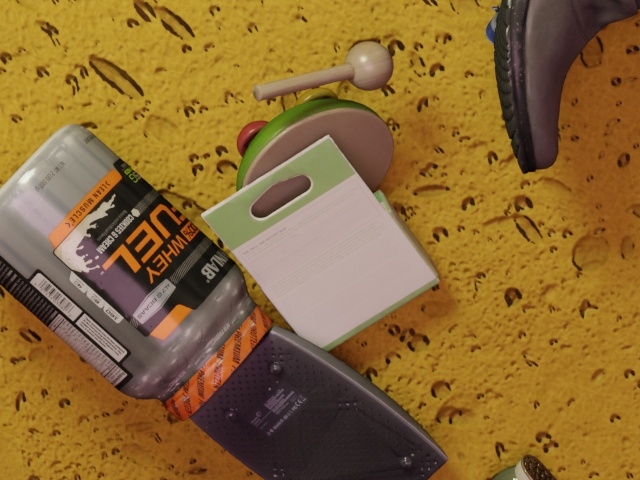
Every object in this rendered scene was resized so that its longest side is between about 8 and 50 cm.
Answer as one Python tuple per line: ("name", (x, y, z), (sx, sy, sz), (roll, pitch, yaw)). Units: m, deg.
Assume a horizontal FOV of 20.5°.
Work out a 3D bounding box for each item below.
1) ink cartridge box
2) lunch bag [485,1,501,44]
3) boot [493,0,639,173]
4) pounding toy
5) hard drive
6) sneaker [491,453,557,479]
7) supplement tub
("ink cartridge box", (0.000, 0.000, 1.948), (0.171, 0.056, 0.235), (-32, 118, 11))
("lunch bag", (0.225, -0.223, 1.914), (0.098, 0.067, 0.065), (43, 128, -3))
("boot", (0.291, -0.237, 1.811), (0.222, 0.118, 0.338), (-3, 104, -1))
("pounding toy", (-0.021, -0.126, 1.933), (0.183, 0.110, 0.237), (-15, 140, -21))
("hard drive", (0.000, 0.213, 2.002), (0.254, 0.054, 0.172), (37, 115, -13))
("sneaker", (0.261, 0.336, 2.036), (0.086, 0.064, 0.192), (-35, 101, 26))
("supplement tub", (-0.218, 0.039, 1.946), (0.316, 0.193, 0.193), (42, 101, -5))
